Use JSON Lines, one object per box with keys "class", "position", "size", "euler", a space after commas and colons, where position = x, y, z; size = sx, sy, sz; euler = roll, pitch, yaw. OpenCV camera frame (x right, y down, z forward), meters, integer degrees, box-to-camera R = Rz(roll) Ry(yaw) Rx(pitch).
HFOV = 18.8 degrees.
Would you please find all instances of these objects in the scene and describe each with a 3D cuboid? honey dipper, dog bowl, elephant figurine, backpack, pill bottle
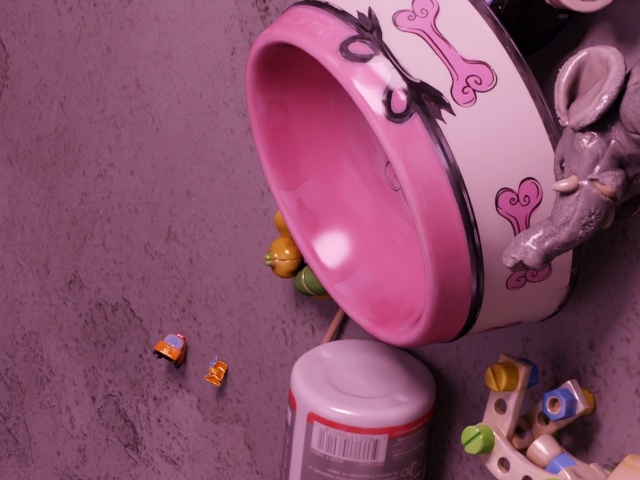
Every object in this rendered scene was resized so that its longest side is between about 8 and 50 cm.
{"class": "honey dipper", "position": [0.011, 0.106, 2.235], "size": [0.030, 0.030, 0.161], "euler": [49, 135, 29]}
{"class": "dog bowl", "position": [0.073, -0.075, 1.886], "size": [0.408, 0.150, 0.408], "euler": [51, 156, 33]}
{"class": "elephant figurine", "position": [0.268, -0.094, 1.675], "size": [0.239, 0.186, 0.169], "euler": [-21, 91, 46]}
{"class": "backpack", "position": [0.188, -0.229, 1.815], "size": [0.114, 0.105, 0.084], "euler": [124, 143, -50]}
{"class": "pill bottle", "position": [0.035, 0.268, 2.157], "size": [0.161, 0.161, 0.283], "euler": [34, 129, 41]}

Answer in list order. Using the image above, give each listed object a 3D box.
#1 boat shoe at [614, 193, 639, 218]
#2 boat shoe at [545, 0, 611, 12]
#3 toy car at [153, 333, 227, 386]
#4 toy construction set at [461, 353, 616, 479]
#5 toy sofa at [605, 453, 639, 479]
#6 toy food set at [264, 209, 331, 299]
{"class": "boat shoe", "position": [0.229, -0.049, 1.859], "size": [0.206, 0.065, 0.075], "euler": [4, 107, 52]}
{"class": "boat shoe", "position": [0.200, -0.361, 1.738], "size": [0.096, 0.116, 0.324], "euler": [-8, 94, 58]}
{"class": "toy car", "position": [-0.160, 0.153, 2.487], "size": [0.122, 0.060, 0.041], "euler": [24, 79, 27]}
{"class": "toy construction set", "position": [0.188, 0.290, 1.971], "size": [0.215, 0.151, 0.328], "euler": [54, 140, 28]}
{"class": "toy sofa", "position": [0.301, 0.403, 1.823], "size": [0.150, 0.177, 0.363], "euler": [19, 121, 26]}
{"class": "toy food set", "position": [0.000, 0.000, 2.157], "size": [0.218, 0.071, 0.128], "euler": [-15, 82, 54]}
